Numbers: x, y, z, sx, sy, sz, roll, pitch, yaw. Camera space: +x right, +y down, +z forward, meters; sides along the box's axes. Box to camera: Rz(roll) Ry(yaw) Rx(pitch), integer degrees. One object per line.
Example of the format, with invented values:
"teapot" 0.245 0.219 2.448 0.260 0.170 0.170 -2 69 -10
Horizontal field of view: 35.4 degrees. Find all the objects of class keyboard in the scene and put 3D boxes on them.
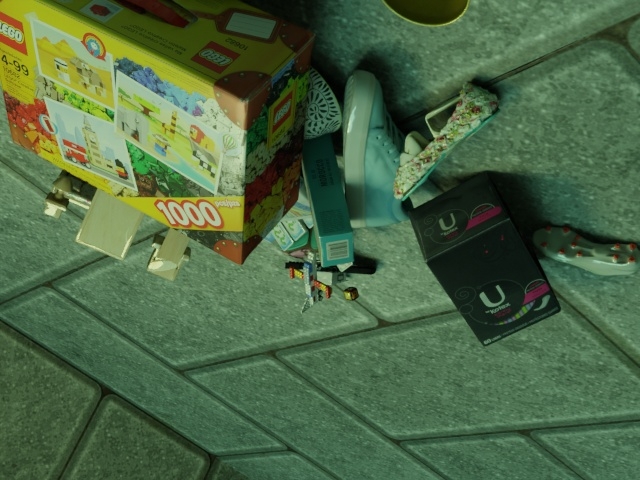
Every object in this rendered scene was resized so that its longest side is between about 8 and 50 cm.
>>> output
"keyboard" 0.022 0.048 2.139 0.192 0.038 0.100 3 -178 6

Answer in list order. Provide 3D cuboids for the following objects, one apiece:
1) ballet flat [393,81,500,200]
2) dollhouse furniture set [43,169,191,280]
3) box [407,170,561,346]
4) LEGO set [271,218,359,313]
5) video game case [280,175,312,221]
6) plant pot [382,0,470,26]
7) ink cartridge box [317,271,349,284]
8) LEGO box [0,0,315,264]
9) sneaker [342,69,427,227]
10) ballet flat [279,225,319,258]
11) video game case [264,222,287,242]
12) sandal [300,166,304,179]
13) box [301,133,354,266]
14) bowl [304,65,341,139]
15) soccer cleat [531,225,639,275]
"ballet flat" 0.188 -0.166 1.625 0.077 0.091 0.241 44 117 -4
"dollhouse furniture set" -0.392 -0.107 2.100 0.303 0.355 0.174 24 107 -12
"box" 0.296 0.038 1.800 0.165 0.143 0.270 -28 130 13
"LEGO set" -0.025 0.035 2.017 0.244 0.060 0.182 56 145 4
"video game case" -0.196 -0.127 1.937 0.329 0.036 0.300 -7 141 41
"plant pot" 0.150 -0.372 1.355 0.134 0.095 0.134 17 149 11
"ink cartridge box" 0.025 0.078 2.208 0.048 0.028 0.083 6 -173 29
"LEGO box" -0.276 -0.240 1.632 0.500 0.193 0.372 27 142 17
"sneaker" 0.113 -0.157 1.726 0.150 0.135 0.366 -2 147 2
"ballet flat" 0.000 0.000 2.095 0.079 0.077 0.221 19 161 -31
"video game case" -0.149 -0.085 2.101 0.212 0.023 0.193 33 149 -15
"sandal" -0.033 -0.140 1.924 0.179 0.040 0.067 37 145 6
"box" 0.009 -0.082 1.776 0.060 0.244 0.100 -9 147 -3
"bowl" -0.053 -0.227 1.694 0.170 0.080 0.170 38 157 20
"soccer cleat" 0.474 0.027 1.795 0.196 0.068 0.076 13 152 14
